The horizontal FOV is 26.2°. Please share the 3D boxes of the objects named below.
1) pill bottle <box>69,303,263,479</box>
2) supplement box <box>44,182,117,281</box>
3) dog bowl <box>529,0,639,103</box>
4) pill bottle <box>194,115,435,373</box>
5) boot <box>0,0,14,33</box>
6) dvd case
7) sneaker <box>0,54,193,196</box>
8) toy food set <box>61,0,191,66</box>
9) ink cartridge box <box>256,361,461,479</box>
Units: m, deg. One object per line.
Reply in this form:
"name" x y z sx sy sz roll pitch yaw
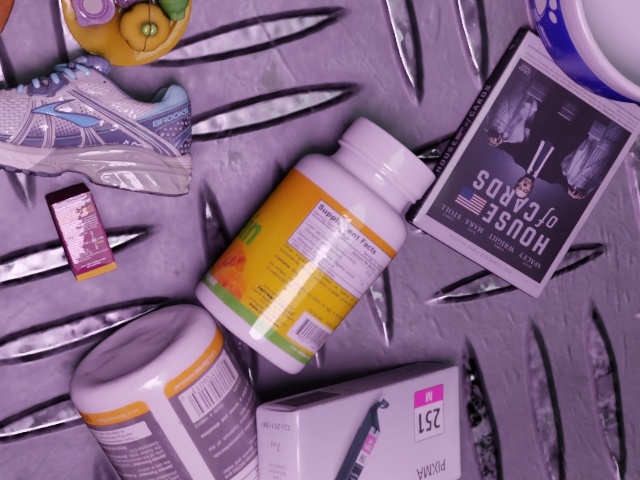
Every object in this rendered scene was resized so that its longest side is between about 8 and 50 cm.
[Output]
"pill bottle" -0.119 0.217 1.384 0.162 0.162 0.278 -30 110 -7
"supplement box" -0.236 -0.008 1.356 0.043 0.055 0.083 -20 108 -12
"dog bowl" 0.352 -0.271 1.422 0.265 0.104 0.265 -3 98 -19
"pill bottle" 0.000 0.000 1.381 0.136 0.136 0.246 39 90 -20
"boot" -0.345 -0.352 1.216 0.264 0.096 0.280 24 118 -25
"dvd case" 0.224 -0.080 1.484 0.179 0.029 0.239 30 92 -20
"sneaker" -0.255 -0.120 1.311 0.283 0.110 0.122 9 91 -26
"toy food set" -0.184 -0.271 1.300 0.128 0.071 0.218 -10 105 -14
"ink cartridge box" 0.047 0.263 1.407 0.275 0.060 0.239 -8 97 -50
